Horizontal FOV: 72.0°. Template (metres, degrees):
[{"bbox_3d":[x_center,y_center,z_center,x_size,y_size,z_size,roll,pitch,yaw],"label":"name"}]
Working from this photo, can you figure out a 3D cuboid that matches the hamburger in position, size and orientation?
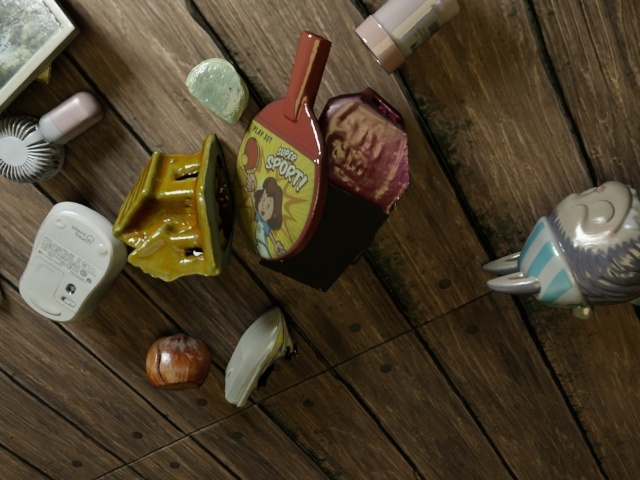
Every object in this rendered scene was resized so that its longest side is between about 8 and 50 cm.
[{"bbox_3d":[-0.185,-0.287,0.820,0.121,0.054,0.084,35,114,-10],"label":"hamburger"}]

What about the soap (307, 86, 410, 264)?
[{"bbox_3d":[0.056,-0.126,0.867,0.220,0.127,0.324,24,115,-15],"label":"soap"}]

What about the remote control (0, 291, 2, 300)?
[{"bbox_3d":[-0.810,0.015,0.974,0.110,0.055,0.312,3,119,-2],"label":"remote control"}]

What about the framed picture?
[{"bbox_3d":[-0.595,-0.357,0.760,0.324,0.020,0.240,-33,97,16],"label":"framed picture"}]

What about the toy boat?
[{"bbox_3d":[-0.140,0.284,1.083,0.141,0.140,0.269,36,110,-18],"label":"toy boat"}]

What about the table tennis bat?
[{"bbox_3d":[-0.065,-0.154,0.795,0.051,0.268,0.414,-5,125,-41],"label":"table tennis bat"}]

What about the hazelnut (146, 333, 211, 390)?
[{"bbox_3d":[-0.352,0.303,1.098,0.154,0.143,0.143,0,119,-9],"label":"hazelnut"}]

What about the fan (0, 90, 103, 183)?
[{"bbox_3d":[-0.528,-0.204,0.854,0.244,0.074,0.130,-28,104,8],"label":"fan"}]

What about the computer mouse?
[{"bbox_3d":[-0.523,0.048,0.956,0.184,0.121,0.296,33,110,-4],"label":"computer mouse"}]

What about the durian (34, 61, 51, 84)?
[{"bbox_3d":[-0.506,-0.339,0.778,0.052,0.066,0.130,-10,95,-38],"label":"durian"}]

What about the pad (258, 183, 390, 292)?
[{"bbox_3d":[0.000,0.000,0.860,0.164,0.004,0.243,26,126,-15],"label":"pad"}]

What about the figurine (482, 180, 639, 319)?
[{"bbox_3d":[0.554,0.034,0.953,0.378,0.266,0.361,-3,153,37],"label":"figurine"}]

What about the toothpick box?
[{"bbox_3d":[0.145,-0.371,0.749,0.149,0.098,0.098,-38,112,18],"label":"toothpick box"}]

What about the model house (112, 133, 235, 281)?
[{"bbox_3d":[-0.296,-0.049,0.859,0.239,0.268,0.173,-7,138,5],"label":"model house"}]
